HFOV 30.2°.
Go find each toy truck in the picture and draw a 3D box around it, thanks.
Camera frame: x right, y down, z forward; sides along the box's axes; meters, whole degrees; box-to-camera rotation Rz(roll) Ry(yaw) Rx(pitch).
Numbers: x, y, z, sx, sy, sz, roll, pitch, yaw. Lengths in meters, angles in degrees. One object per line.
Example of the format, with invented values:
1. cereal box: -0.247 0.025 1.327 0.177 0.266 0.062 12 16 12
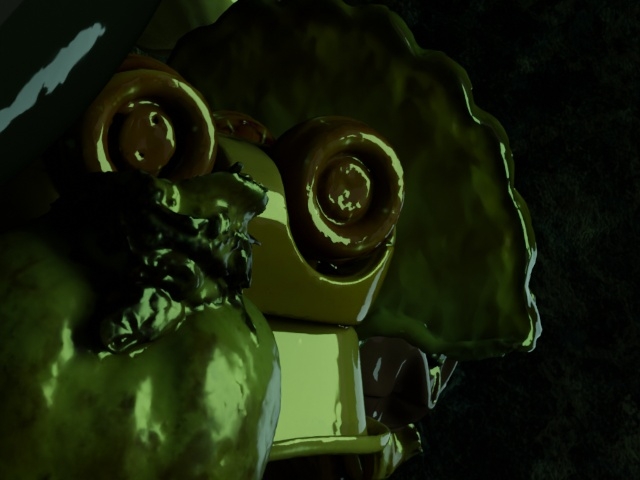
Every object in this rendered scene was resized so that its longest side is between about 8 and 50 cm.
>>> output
1. toy truck: -0.081 0.013 0.702 0.204 0.288 0.212 10 -89 58

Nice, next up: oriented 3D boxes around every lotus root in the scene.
1. lotus root: -0.117 0.106 0.515 0.314 0.169 0.141 -69 -161 -3

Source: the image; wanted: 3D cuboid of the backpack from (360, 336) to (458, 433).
1. backpack: 0.010 0.046 1.071 0.317 0.197 0.283 24 64 -29

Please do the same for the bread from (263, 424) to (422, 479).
1. bread: -0.010 0.136 1.376 0.370 0.191 0.314 -16 89 -88

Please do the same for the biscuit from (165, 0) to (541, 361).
1. biscuit: 0.000 0.000 0.854 0.335 0.329 0.078 34 12 6

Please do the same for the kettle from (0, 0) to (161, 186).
1. kettle: -0.172 -0.079 0.459 0.290 0.207 0.268 -84 -171 -52

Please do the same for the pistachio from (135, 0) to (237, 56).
1. pistachio: -0.138 -0.247 1.044 0.223 0.152 0.126 38 3 10
